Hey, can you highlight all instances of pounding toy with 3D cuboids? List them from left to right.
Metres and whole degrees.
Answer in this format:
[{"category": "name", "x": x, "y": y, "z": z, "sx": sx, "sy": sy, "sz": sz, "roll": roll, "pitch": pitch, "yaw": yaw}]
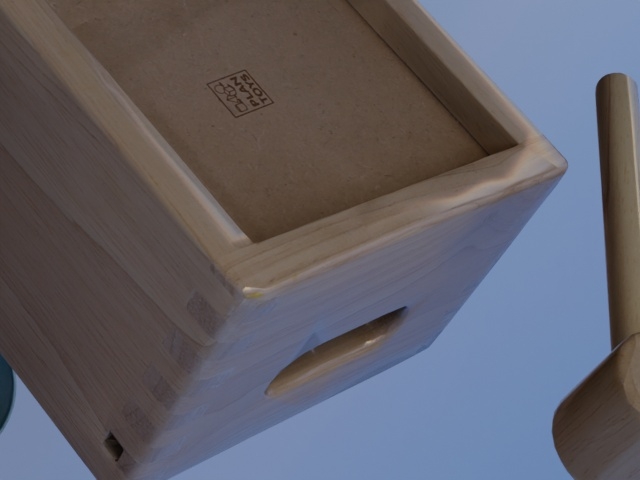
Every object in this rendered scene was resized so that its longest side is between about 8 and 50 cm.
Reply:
[{"category": "pounding toy", "x": 0.010, "y": 0.002, "z": 0.462, "sx": 0.181, "sy": 0.206, "sz": 0.094, "roll": -22, "pitch": 154, "yaw": -45}]

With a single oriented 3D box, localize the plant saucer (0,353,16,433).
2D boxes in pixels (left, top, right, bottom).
[{"category": "plant saucer", "x": -0.255, "y": 0.089, "z": 1.102, "sx": 0.119, "sy": 0.119, "sz": 0.021, "roll": -48, "pitch": -166, "yaw": 9}]
